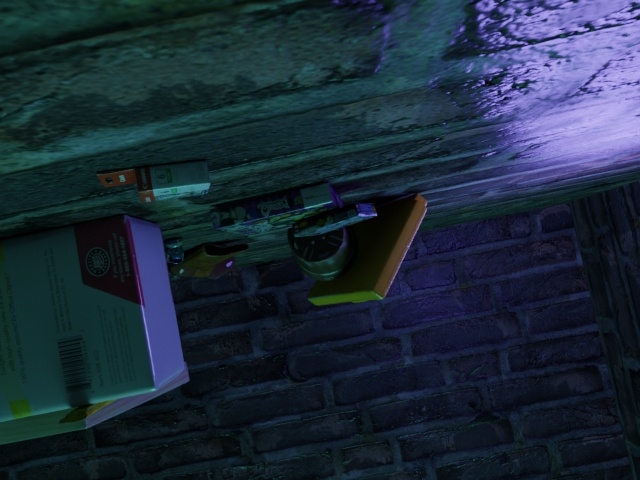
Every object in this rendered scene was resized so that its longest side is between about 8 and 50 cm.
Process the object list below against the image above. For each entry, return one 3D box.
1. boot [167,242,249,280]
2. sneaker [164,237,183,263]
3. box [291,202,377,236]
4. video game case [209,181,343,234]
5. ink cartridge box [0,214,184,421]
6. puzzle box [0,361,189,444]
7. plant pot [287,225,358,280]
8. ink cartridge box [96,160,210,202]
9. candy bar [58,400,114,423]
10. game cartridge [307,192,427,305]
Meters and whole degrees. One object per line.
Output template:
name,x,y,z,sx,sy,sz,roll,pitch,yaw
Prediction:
boot,-0.318,0.045,1.560,0.264,0.096,0.281,3,160,-44
sneaker,-0.358,0.031,1.205,0.052,0.057,0.135,-10,176,-18
box,0.027,-0.038,0.940,0.137,0.027,0.094,-18,174,27
video game case,-0.068,-0.053,0.936,0.211,0.041,0.232,-13,176,6
ink cartridge box,-0.458,0.134,0.833,0.385,0.278,0.160,-11,178,1
puzzle box,-0.487,0.335,1.044,0.272,0.052,0.409,-14,173,8
plant pot,0.000,0.000,1.147,0.167,0.166,0.165,-11,167,6
ink cartridge box,-0.186,-0.063,0.563,0.115,0.029,0.063,-10,176,-17
candy bar,-0.360,0.265,0.800,0.040,0.018,0.161,-11,176,0
game cartridge,0.116,0.032,1.257,0.053,0.285,0.324,38,157,-18
